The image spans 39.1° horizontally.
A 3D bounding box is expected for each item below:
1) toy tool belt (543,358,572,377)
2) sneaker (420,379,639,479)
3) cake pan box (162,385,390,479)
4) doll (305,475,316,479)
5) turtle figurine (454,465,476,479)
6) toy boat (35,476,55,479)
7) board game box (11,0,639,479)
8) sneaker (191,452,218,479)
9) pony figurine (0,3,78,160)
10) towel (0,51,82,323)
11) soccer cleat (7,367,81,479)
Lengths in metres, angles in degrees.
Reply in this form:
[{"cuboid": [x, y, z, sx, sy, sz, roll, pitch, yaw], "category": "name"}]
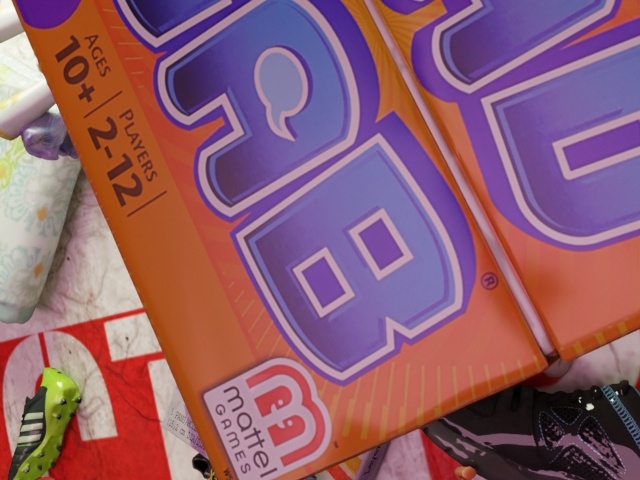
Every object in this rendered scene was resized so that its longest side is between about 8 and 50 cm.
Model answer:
[{"cuboid": [0.199, 0.101, 0.868, 0.083, 0.051, 0.052, 0, 61, 30], "category": "toy tool belt"}, {"cuboid": [0.231, 0.181, 0.836, 0.341, 0.125, 0.140, 25, 90, 21], "category": "sneaker"}, {"cuboid": [-0.038, 0.160, 1.009, 0.267, 0.070, 0.246, 29, 105, 26], "category": "cake pan box"}, {"cuboid": [-0.064, 0.252, 0.965, 0.129, 0.046, 0.189, -35, 78, 28], "category": "doll"}, {"cuboid": [0.169, 0.315, 0.832, 0.217, 0.087, 0.269, 26, 141, 12], "category": "turtle figurine"}, {"cuboid": [-0.428, 0.424, 1.161, 0.267, 0.148, 0.318, 39, 130, 7], "category": "toy boat"}, {"cuboid": [0.089, -0.100, 0.584, 0.356, 0.356, 0.356, -29, 79, 19], "category": "board game box"}, {"cuboid": [-0.121, 0.282, 1.084, 0.083, 0.035, 0.031, 26, 107, 27], "category": "sneaker"}, {"cuboid": [-0.195, -0.245, 0.961, 0.363, 0.303, 0.351, -36, 49, 14], "category": "pony figurine"}, {"cuboid": [-0.488, -0.105, 1.245, 0.374, 0.090, 0.320, 28, 108, 26], "category": "towel"}, {"cuboid": [-0.383, 0.257, 1.230, 0.072, 0.060, 0.179, 36, 104, 34], "category": "soccer cleat"}]
